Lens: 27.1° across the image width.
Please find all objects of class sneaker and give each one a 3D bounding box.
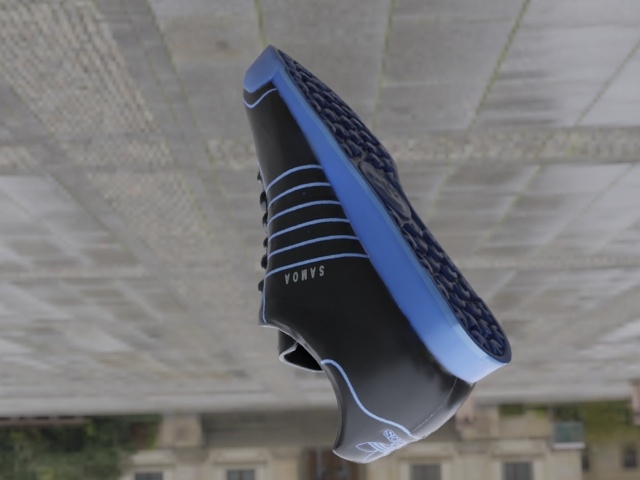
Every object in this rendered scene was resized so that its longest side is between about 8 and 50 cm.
[{"bbox_3d":[0.000,0.000,0.646,0.090,0.232,0.081,-42,138,16],"label":"sneaker"}]
